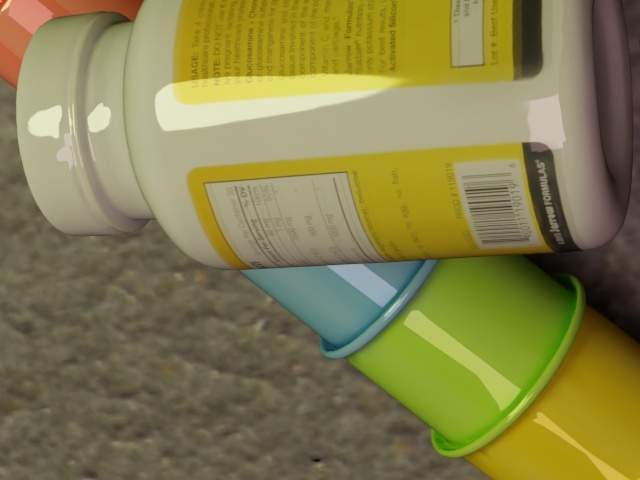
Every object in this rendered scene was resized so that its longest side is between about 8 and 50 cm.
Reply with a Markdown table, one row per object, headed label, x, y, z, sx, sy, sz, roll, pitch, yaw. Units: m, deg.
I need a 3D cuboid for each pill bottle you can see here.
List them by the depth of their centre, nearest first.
| label | x | y | z | sx | sy | sz | roll | pitch | yaw |
| --- | --- | --- | --- | --- | --- | --- | --- | --- | --- |
| pill bottle | 0.002 | -0.043 | 0.535 | 0.184 | 0.103 | 0.103 | -3 | 121 | 18 |

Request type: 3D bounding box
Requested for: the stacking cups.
| label | x | y | z | sx | sy | sz | roll | pitch | yaw |
| --- | --- | --- | --- | --- | --- | --- | --- | --- | --- |
| stacking cups | 0.000 | 0.000 | 0.656 | 0.316 | 0.096 | 0.096 | 35 | 119 | -11 |
